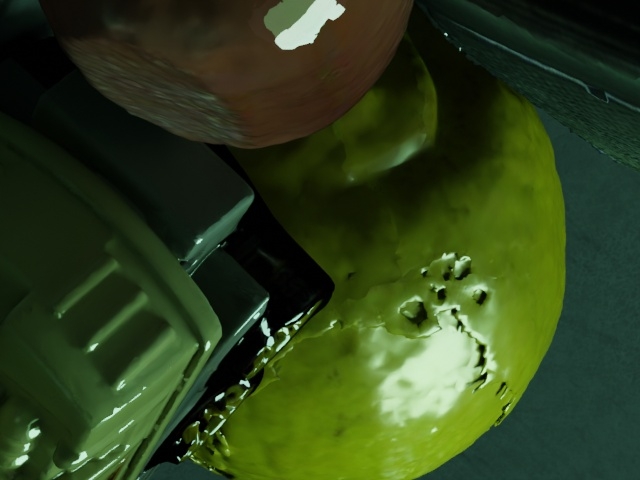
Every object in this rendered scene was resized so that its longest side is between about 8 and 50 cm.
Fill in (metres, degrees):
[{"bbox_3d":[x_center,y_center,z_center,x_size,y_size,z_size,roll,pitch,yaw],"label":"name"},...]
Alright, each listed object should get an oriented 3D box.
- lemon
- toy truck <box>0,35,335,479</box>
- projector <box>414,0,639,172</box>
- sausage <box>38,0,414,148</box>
[{"bbox_3d":[0.000,0.000,1.047,0.297,0.297,0.297,-47,176,-5],"label":"lemon"},{"bbox_3d":[-0.172,0.094,0.872,0.254,0.180,0.405,-39,170,-42],"label":"toy truck"},{"bbox_3d":[0.275,-0.200,0.927,0.395,0.242,0.405,-64,152,1],"label":"projector"},{"bbox_3d":[-0.031,-0.107,0.678,0.148,0.148,0.254,-47,168,-5],"label":"sausage"}]
